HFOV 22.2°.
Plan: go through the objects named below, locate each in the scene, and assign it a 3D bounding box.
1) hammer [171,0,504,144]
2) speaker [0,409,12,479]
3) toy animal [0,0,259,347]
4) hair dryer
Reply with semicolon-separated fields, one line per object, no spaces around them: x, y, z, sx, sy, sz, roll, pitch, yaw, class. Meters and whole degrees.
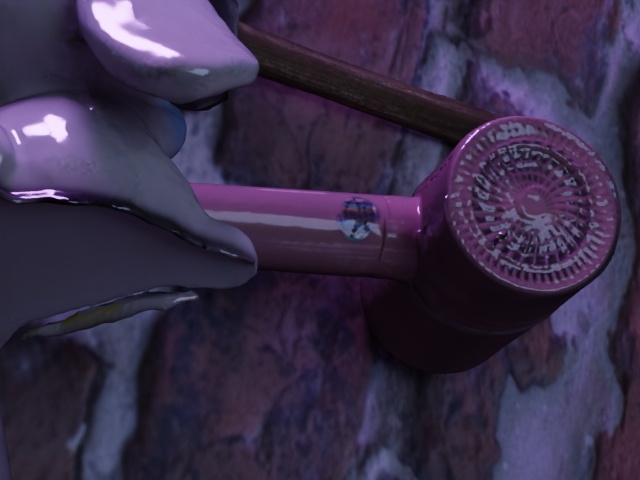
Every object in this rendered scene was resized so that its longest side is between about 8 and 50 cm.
0.032;-0.117;1.242;0.365;0.043;0.111;15;65;-40;hammer
-0.329;0.157;0.699;0.406;0.183;0.184;2;70;-30;speaker
-0.170;-0.078;0.941;0.289;0.249;0.174;57;-3;37;toy animal
0.000;0.000;1.103;0.352;0.210;0.125;6;69;-14;hair dryer
